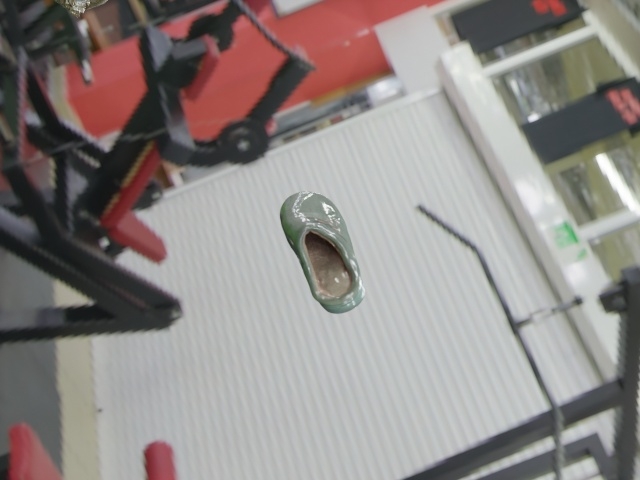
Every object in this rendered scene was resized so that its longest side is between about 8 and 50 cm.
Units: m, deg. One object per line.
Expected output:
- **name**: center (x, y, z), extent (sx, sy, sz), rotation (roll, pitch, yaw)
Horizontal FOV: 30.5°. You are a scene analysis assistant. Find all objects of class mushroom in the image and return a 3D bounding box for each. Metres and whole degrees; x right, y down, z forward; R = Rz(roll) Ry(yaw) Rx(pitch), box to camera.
- **mushroom**: center (-0.299, -0.313, 1.456), extent (0.085, 0.085, 0.079), rotation (65, 18, -50)

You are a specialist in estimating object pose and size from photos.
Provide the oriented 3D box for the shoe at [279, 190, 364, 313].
- **shoe**: center (0.000, 0.000, 1.473), extent (0.078, 0.079, 0.195), rotation (74, -4, -55)
